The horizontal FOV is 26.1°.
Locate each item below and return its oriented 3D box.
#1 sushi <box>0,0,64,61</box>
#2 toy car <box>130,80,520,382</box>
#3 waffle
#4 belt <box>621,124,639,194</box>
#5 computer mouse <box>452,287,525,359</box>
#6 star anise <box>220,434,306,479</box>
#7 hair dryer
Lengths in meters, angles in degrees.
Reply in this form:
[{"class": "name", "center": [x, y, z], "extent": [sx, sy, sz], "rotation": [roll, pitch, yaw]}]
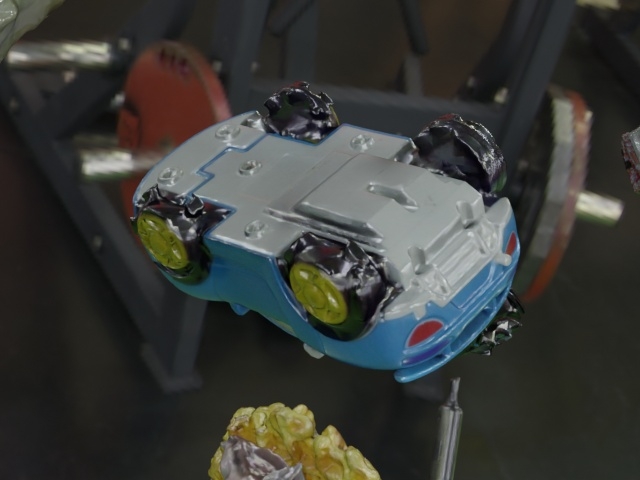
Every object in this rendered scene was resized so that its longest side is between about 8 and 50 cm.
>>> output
[{"class": "sushi", "center": [-0.298, -0.245, 0.791], "extent": [0.294, 0.281, 0.299], "rotation": [29, 78, 31]}, {"class": "toy car", "center": [0.000, 0.000, 1.070], "extent": [0.314, 0.166, 0.198], "rotation": [16, 44, 38]}, {"class": "waffle", "center": [-0.021, 0.347, 1.799], "extent": [0.302, 0.325, 0.068], "rotation": [48, 44, 11]}, {"class": "belt", "center": [0.331, -0.106, 1.148], "extent": [0.071, 0.232, 0.053], "rotation": [-18, 77, -39]}, {"class": "computer mouse", "center": [0.081, 0.060, 1.355], "extent": [0.242, 0.146, 0.077], "rotation": [6, 58, -5]}, {"class": "star anise", "center": [-0.062, 0.306, 1.378], "extent": [0.093, 0.229, 0.236], "rotation": [11, 62, -28]}, {"class": "hair dryer", "center": [0.158, 0.306, 1.892], "extent": [0.078, 0.248, 0.195], "rotation": [12, -3, -21]}]
